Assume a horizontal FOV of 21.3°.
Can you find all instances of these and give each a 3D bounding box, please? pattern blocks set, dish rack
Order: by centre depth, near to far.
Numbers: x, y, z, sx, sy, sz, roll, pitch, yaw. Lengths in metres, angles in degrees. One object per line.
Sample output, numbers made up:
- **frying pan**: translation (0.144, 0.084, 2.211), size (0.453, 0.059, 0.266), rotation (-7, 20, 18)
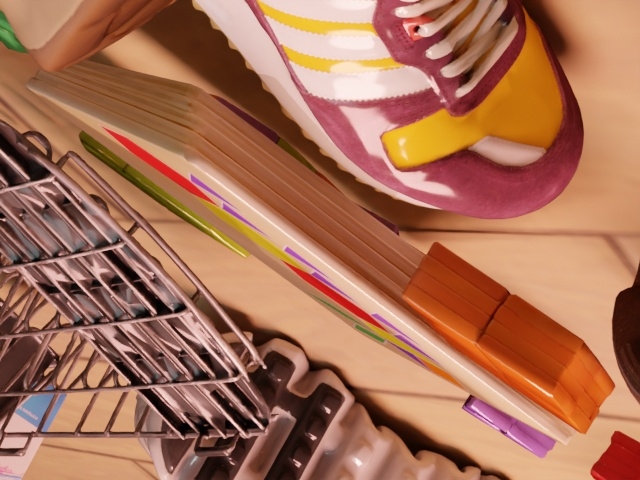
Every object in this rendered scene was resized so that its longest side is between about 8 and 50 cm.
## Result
- **pattern blocks set**: translation (0.000, 0.000, 0.549), size (0.325, 0.026, 0.285), rotation (38, 173, -39)
- **dish rack**: translation (-0.140, 0.009, 0.727), size (0.272, 0.074, 0.208), rotation (-7, 133, 47)

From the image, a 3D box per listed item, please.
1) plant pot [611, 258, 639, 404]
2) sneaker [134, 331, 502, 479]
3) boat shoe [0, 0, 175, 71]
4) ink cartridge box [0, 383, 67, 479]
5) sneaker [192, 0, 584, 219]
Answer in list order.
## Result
- **plant pot**: translation (0.172, 0.048, 0.439), size (0.165, 0.167, 0.167), rotation (47, 149, -24)
- **sneaker**: translation (0.027, 0.150, 0.855), size (0.292, 0.110, 0.118), rotation (41, 161, -14)
- **boat shoe**: translation (0.004, -0.141, 0.240), size (0.110, 0.122, 0.341), rotation (51, 141, -3)
- **ink cartridge box**: translation (-0.217, 0.133, 1.015), size (0.052, 0.122, 0.088), rotation (38, 153, -27)
- **sneaker**: translation (0.019, -0.067, 0.441), size (0.185, 0.069, 0.084), rotation (38, 159, -28)
